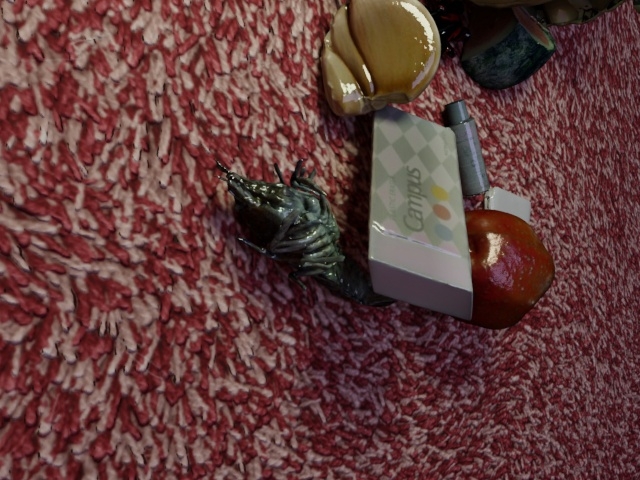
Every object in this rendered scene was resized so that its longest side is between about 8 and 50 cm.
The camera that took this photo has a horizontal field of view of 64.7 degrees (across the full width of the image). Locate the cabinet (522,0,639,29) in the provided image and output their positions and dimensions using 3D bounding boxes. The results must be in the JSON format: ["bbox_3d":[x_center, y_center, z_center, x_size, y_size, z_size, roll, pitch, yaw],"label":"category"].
[{"bbox_3d":[0.631,-0.707,1.242,0.227,0.290,0.318,14,82,-37],"label":"cabinet"}]

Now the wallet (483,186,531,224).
[{"bbox_3d":[0.474,-0.077,1.278,0.190,0.033,0.095,15,79,-37],"label":"wallet"}]

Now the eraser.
[{"bbox_3d":[0.171,-0.069,0.882,0.213,0.082,0.397,17,48,-12],"label":"eraser"}]

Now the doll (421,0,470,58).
[{"bbox_3d":[0.243,-0.439,1.076,0.127,0.088,0.249,49,51,-4],"label":"doll"}]

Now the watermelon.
[{"bbox_3d":[0.473,-0.499,1.220,0.318,0.148,0.226,-27,99,-36],"label":"watermelon"}]

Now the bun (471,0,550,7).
[{"bbox_3d":[0.389,-0.603,1.053,0.364,0.364,0.202,-40,149,-31],"label":"bun"}]

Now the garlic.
[{"bbox_3d":[0.106,-0.348,0.922,0.110,0.217,0.228,-18,99,-81],"label":"garlic"}]

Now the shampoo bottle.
[{"bbox_3d":[0.330,-0.210,1.147,0.072,0.072,0.214,-27,106,-34],"label":"shampoo bottle"}]

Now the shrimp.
[{"bbox_3d":[-0.005,0.000,0.841,0.410,0.166,0.221,51,33,-41],"label":"shrimp"}]

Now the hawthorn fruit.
[{"bbox_3d":[0.317,0.040,1.018,0.300,0.254,0.254,35,69,-42],"label":"hawthorn fruit"}]
